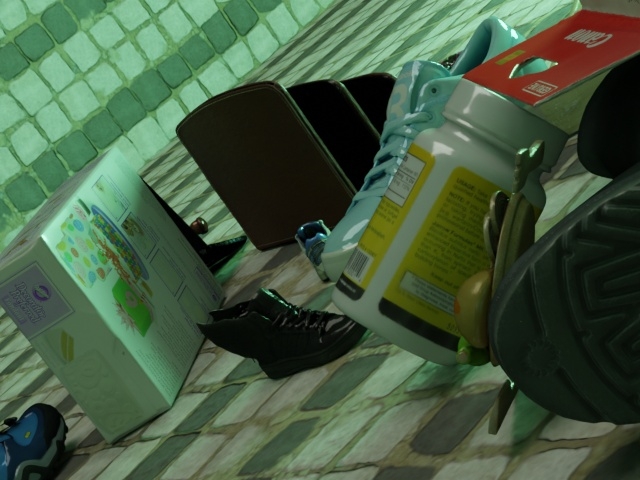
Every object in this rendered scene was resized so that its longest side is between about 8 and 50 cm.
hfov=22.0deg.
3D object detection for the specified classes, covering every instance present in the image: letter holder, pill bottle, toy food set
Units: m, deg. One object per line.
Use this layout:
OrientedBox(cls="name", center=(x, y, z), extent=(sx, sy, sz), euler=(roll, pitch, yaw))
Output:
OrientedBox(cls="letter holder", center=(-0.024, -0.131, 2.058), extent=(0.152, 0.214, 0.302), euler=(-43, 13, -26))
OrientedBox(cls="pill bottle", center=(0.106, -0.015, 1.316), extent=(0.208, 0.119, 0.119), euler=(-61, 11, 5))
OrientedBox(cls="toy food set", center=(0.120, 0.025, 1.136), extent=(0.038, 0.192, 0.132), euler=(7, 12, 14))

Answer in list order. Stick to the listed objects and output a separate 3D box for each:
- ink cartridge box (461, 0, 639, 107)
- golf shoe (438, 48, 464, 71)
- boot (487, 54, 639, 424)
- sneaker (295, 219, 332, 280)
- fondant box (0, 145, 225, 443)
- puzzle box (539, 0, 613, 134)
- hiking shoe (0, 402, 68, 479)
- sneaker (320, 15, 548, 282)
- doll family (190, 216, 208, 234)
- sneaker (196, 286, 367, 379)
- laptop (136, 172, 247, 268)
OrientedBox(cls="ink cartridge box", center=(0.243, -0.202, 1.315), extent=(0.261, 0.066, 0.296), euler=(-25, 11, -1))
OrientedBox(cls="golf shoe", center=(0.153, -0.186, 2.112), extent=(0.186, 0.067, 0.086), euler=(-33, -2, -13))
OrientedBox(cls="boot", center=(0.249, -0.054, 1.158), extent=(0.367, 0.146, 0.445), euler=(-28, 15, 1))
OrientedBox(cls="sneaker", center=(0.000, 0.000, 1.873), extent=(0.052, 0.058, 0.135), euler=(-37, 11, 0))
OrientedBox(cls="fondant box", center=(-0.242, 0.054, 1.920), extent=(0.096, 0.238, 0.330), euler=(-32, 13, 17))
OrientedBox(cls="puzzle box", center=(0.384, -0.265, 1.802), extent=(0.272, 0.052, 0.409), euler=(-31, 13, 25))
OrientedBox(cls="hiking shoe", center=(-0.399, 0.263, 1.831), extent=(0.113, 0.132, 0.304), euler=(-25, 16, 43))
OrientedBox(cls="sneaker", center=(0.104, -0.105, 1.756), extent=(0.366, 0.150, 0.135), euler=(-44, 13, -30))
OrientedBox(cls="doll family", center=(-0.215, 0.015, 2.343), extent=(0.111, 0.076, 0.193), euler=(-22, 7, -13))
OrientedBox(cls="sneaker", center=(-0.037, 0.082, 1.593), extent=(0.170, 0.089, 0.051), euler=(-26, 16, 43))
OrientedBox(cls="laptop", center=(-0.259, 0.017, 2.200), extent=(0.234, 0.136, 0.264), euler=(-33, -4, 15))
